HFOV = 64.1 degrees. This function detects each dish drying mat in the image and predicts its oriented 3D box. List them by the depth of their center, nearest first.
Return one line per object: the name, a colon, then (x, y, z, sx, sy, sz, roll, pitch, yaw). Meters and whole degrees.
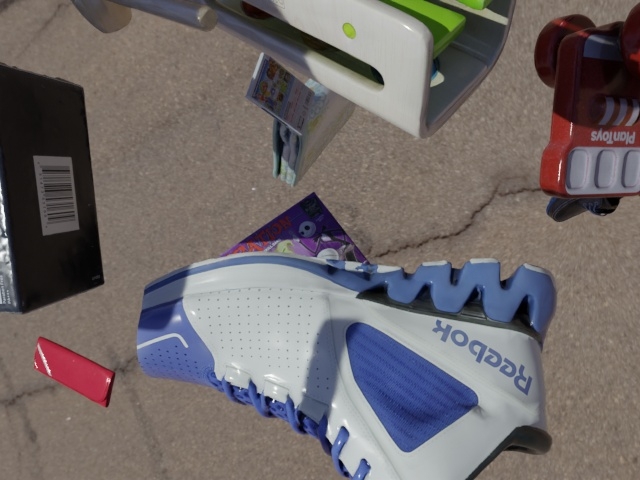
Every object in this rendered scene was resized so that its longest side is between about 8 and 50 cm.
dish drying mat: (-0.205, 0.108, 0.422, 0.083, 0.008, 0.032, 18, 98, 21)

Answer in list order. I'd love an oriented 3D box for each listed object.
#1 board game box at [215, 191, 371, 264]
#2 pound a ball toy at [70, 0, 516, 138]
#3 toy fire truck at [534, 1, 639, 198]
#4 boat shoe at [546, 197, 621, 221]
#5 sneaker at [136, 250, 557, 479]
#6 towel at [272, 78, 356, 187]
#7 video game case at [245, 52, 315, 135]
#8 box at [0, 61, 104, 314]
board game box: (-0.091, 0.077, 1.059, 0.347, 0.056, 0.208, -36, 76, -11)
pound a ball toy: (-0.035, -0.188, 0.430, 0.319, 0.135, 0.208, 34, 70, 23)
toy fire truck: (0.435, -0.183, 0.713, 0.169, 0.302, 0.253, 25, 115, 61)
boat shoe: (0.464, -0.078, 0.855, 0.183, 0.066, 0.066, -45, 37, 42)
sneaker: (0.019, 0.113, 0.359, 0.316, 0.127, 0.182, -2, 62, 6)
towel: (-0.001, -0.324, 1.296, 0.090, 0.374, 0.320, 35, 73, 3)
video game case: (-0.064, -0.243, 0.855, 0.011, 0.122, 0.087, -1, 67, 46)
box: (-0.484, -0.064, 0.689, 0.294, 0.183, 0.296, -1, 97, 10)
